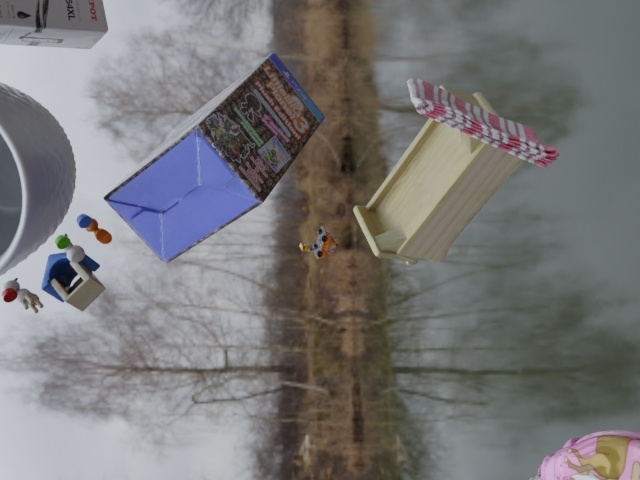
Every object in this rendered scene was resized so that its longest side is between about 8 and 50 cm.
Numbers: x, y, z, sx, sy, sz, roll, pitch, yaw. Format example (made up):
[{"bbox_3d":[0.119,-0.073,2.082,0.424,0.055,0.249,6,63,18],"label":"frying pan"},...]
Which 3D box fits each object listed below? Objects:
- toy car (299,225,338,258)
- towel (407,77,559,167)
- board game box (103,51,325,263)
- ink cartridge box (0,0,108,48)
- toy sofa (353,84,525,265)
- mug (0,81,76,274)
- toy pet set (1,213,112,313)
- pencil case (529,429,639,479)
[{"bbox_3d":[0.000,0.000,1.377,0.122,0.040,0.060,-154,73,-70],"label":"toy car"},{"bbox_3d":[0.207,-0.161,0.960,0.144,0.197,0.029,-89,23,-67],"label":"towel"},{"bbox_3d":[-0.160,-0.135,1.162,0.141,0.232,0.291,50,-144,-16],"label":"board game box"},{"bbox_3d":[-0.454,-0.390,1.150,0.086,0.203,0.148,-15,85,51],"label":"ink cartridge box"},{"bbox_3d":[0.242,-0.123,1.502,0.362,0.177,0.150,-56,42,33],"label":"toy sofa"},{"bbox_3d":[-0.534,-0.099,1.016,0.328,0.374,0.276,-99,16,-77],"label":"mug"},{"bbox_3d":[-0.288,0.022,0.811,0.065,0.122,0.114,41,172,30],"label":"toy pet set"},{"bbox_3d":[0.228,0.348,0.548,0.167,0.160,0.386,-16,47,45],"label":"pencil case"}]
